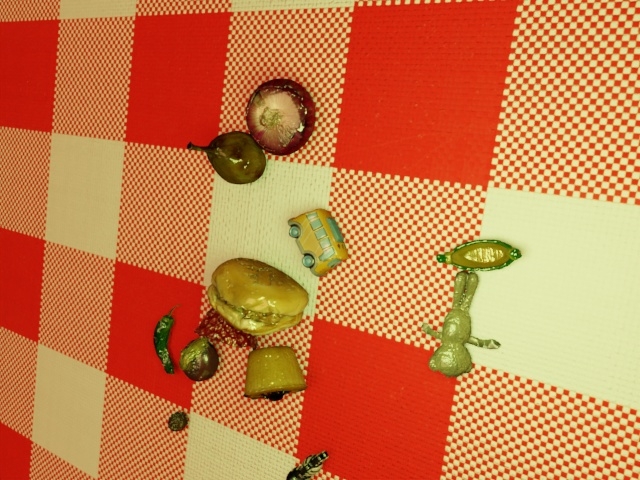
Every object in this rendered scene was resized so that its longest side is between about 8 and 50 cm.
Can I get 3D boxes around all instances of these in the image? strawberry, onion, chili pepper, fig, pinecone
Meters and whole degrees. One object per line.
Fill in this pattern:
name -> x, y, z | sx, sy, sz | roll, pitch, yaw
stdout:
strawberry -> -0.301, 0.276, 1.956 | 0.234, 0.234, 0.177 | 13, 85, 31
onion -> -0.122, -0.397, 1.829 | 0.248, 0.161, 0.247 | 10, 107, 35
chili pepper -> -0.608, 0.382, 2.223 | 0.122, 0.065, 0.278 | 6, 98, 22
fig -> -0.303, -0.301, 1.888 | 0.191, 0.290, 0.190 | -9, 65, 20
pinecone -> -0.556, 0.702, 2.203 | 0.083, 0.077, 0.077 | -31, 76, 39

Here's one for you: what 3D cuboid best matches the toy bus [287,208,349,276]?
toy bus -> 0.000, 0.000, 1.797 | 0.136, 0.126, 0.209 | -29, 77, 21

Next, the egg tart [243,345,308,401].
egg tart -> -0.151, 0.443, 1.877 | 0.215, 0.215, 0.170 | -20, 67, 31

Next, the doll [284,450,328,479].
doll -> -0.053, 0.768, 1.885 | 0.219, 0.091, 0.067 | -46, 70, 26

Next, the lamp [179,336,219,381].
lamp -> -0.454, 0.442, 2.087 | 0.156, 0.135, 0.157 | -32, 78, 29

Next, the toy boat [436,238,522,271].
toy boat -> 0.435, 0.042, 1.549 | 0.230, 0.088, 0.088 | -6, 90, 31

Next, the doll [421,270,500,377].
doll -> 0.376, 0.239, 1.598 | 0.203, 0.091, 0.285 | -17, 95, -2

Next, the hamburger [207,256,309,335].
hamburger -> -0.197, 0.174, 1.829 | 0.305, 0.284, 0.174 | 32, 110, 31
